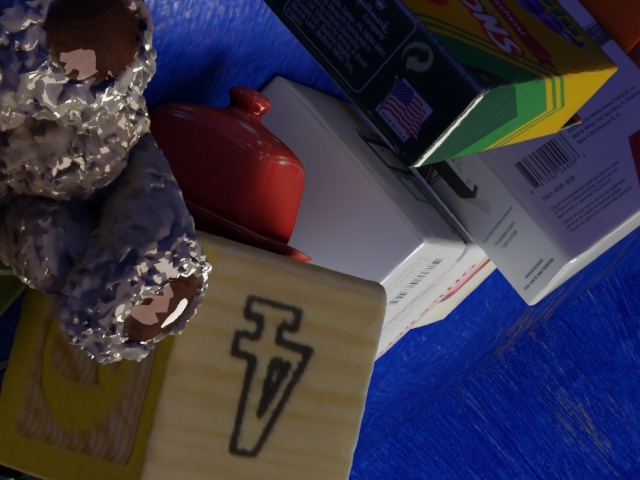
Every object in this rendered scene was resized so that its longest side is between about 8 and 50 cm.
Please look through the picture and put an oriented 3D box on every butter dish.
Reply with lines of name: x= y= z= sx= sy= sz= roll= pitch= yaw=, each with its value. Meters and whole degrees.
butter dish: x=-0.075 y=-0.063 z=1.224 sx=0.118 sy=0.160 sz=0.160 roll=-66 pitch=161 yaw=-1

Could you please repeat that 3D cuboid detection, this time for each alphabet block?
alphabet block: x=-0.096 y=0.096 z=1.163 sx=0.197 sy=0.192 sz=0.193 roll=17 pitch=82 yaw=-42

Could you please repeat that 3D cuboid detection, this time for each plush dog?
plush dog: x=-0.208 y=-0.051 z=0.876 sx=0.225 sy=0.210 sz=0.262 roll=-22 pitch=134 yaw=-14

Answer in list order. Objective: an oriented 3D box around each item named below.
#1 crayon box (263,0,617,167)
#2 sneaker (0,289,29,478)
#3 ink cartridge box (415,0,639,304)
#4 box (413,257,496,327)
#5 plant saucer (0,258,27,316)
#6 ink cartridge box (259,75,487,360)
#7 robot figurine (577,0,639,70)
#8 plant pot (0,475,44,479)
crayon box: x=0.097 y=-0.168 z=1.181 sx=0.081 sy=0.202 sz=0.318 roll=-47 pitch=166 yaw=27
sneaker: x=-0.245 y=0.110 z=1.254 sx=0.330 sy=0.147 sz=0.130 roll=-38 pitch=166 yaw=-12
ink cartridge box: x=0.191 y=-0.111 z=1.460 sx=0.197 sy=0.273 sz=0.114 roll=-33 pitch=168 yaw=-26
box: x=0.150 y=-0.026 z=1.870 sx=0.232 sy=0.148 sz=0.127 roll=-47 pitch=164 yaw=23
plant saucer: x=-0.319 y=0.064 z=1.076 sx=0.188 sy=0.045 sz=0.188 roll=-46 pitch=155 yaw=23
ink cartridge box: x=0.000 y=0.000 z=1.448 sx=0.198 sy=0.197 sz=0.270 roll=-44 pitch=166 yaw=12
robot figurine: x=0.304 y=-0.223 z=1.509 sx=0.158 sy=0.219 sz=0.128 roll=-45 pitch=166 yaw=20
plant pot: x=-0.196 y=0.203 z=1.478 sx=0.293 sy=0.293 sz=0.196 roll=-30 pitch=-171 yaw=-35
